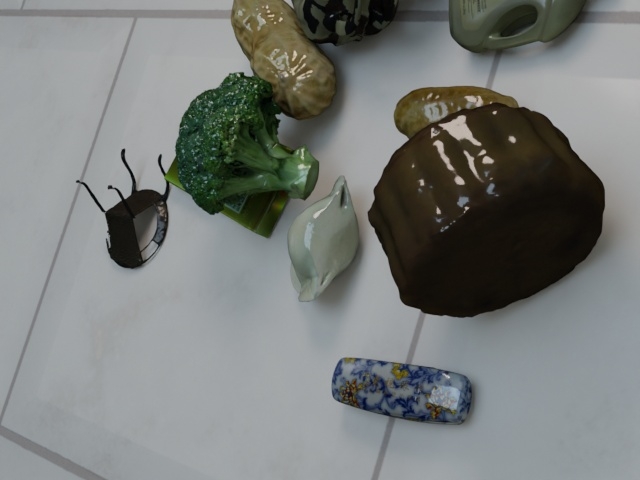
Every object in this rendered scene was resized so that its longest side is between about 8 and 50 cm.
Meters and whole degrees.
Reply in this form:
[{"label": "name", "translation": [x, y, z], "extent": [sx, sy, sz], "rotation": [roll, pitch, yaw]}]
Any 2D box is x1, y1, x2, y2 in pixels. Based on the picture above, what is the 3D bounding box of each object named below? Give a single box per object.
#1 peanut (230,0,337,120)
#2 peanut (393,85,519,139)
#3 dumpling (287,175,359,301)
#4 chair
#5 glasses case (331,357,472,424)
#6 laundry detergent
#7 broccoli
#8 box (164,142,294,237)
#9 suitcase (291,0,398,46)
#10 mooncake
[{"label": "peanut", "translation": [-0.077, -0.356, 1.861], "extent": [0.140, 0.153, 0.325], "rotation": [-53, 56, 34]}, {"label": "peanut", "translation": [0.223, -0.201, 1.610], "extent": [0.225, 0.095, 0.108], "rotation": [2, 91, 35]}, {"label": "dumpling", "translation": [0.000, 0.000, 1.710], "extent": [0.229, 0.124, 0.151], "rotation": [-68, 13, -9]}, {"label": "chair", "translation": [-0.397, -0.062, 2.054], "extent": [0.174, 0.149, 0.213], "rotation": [11, 123, 37]}, {"label": "glasses case", "translation": [0.123, 0.236, 1.547], "extent": [0.247, 0.065, 0.087], "rotation": [2, 78, 38]}, {"label": "laundry detergent", "translation": [0.335, -0.401, 1.592], "extent": [0.253, 0.091, 0.181], "rotation": [-3, 74, 37]}, {"label": "broccoli", "translation": [-0.133, -0.156, 1.737], "extent": [0.270, 0.270, 0.270], "rotation": [26, 91, 10]}, {"label": "box", "translation": [-0.172, -0.139, 1.929], "extent": [0.311, 0.043, 0.173], "rotation": [28, 92, 41]}, {"label": "suitcase", "translation": [0.034, -0.515, 1.713], "extent": [0.193, 0.352, 0.339], "rotation": [-11, 60, -14]}, {"label": "mooncake", "translation": [0.230, -0.041, 1.393], "extent": [0.324, 0.324, 0.187], "rotation": [-37, 53, 22]}]
